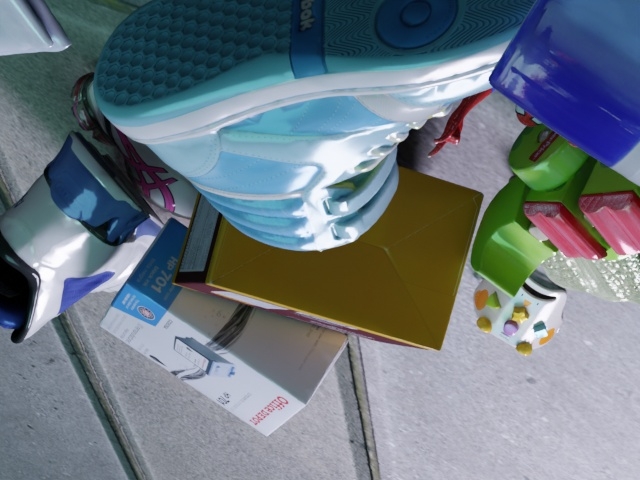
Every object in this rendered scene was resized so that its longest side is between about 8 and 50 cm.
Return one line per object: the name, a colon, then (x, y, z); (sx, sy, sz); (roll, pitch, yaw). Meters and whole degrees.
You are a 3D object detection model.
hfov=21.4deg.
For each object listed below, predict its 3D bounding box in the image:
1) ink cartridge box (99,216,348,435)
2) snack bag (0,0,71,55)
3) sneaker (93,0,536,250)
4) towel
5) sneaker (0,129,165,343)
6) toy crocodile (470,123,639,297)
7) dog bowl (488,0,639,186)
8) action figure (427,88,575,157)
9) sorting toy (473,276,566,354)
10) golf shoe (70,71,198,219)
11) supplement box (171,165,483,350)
ink cartridge box: (-0.089, 0.080, 1.518); (0.190, 0.082, 0.139); (35, 155, -3)
snack bag: (-0.387, -0.259, 1.313); (0.342, 0.037, 0.323); (1, 134, 43)
sneaker: (0.037, -0.090, 1.092); (0.319, 0.127, 0.208); (-7, 145, 27)
towel: (0.216, 0.003, 1.375); (0.110, 0.027, 0.148); (10, 148, 35)
sneaker: (-0.248, 0.007, 1.618); (0.127, 0.182, 0.315); (52, 179, 12)
toy crocodile: (0.232, -0.036, 1.185); (0.115, 0.105, 0.340); (43, 148, -24)
dog bowl: (0.193, -0.158, 0.821); (0.104, 0.265, 0.265); (32, 155, 2)
action figure: (0.155, -0.122, 1.092); (0.091, 0.139, 0.280); (30, 158, 5)
sorting toy: (0.181, 0.056, 1.509); (0.083, 0.045, 0.075); (30, 136, 2)
golf shoe: (-0.146, -0.085, 1.562); (0.086, 0.067, 0.186); (-7, 136, 50)
supplement box: (0.000, 0.000, 1.371); (0.191, 0.129, 0.194); (17, 175, -13)
